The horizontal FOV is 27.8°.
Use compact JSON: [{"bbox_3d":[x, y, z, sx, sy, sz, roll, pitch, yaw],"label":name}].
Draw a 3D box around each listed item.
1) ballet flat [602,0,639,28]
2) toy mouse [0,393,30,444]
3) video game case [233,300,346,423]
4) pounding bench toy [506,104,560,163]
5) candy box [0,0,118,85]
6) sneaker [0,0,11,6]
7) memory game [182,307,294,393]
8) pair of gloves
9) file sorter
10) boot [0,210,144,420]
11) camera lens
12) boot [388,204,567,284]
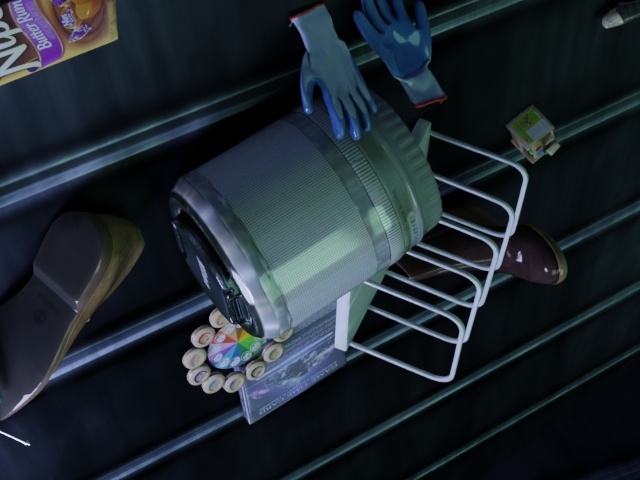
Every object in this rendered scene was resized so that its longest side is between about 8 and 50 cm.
[{"bbox_3d":[0.465,-0.361,1.834,0.173,0.057,0.049,-39,113,-2],"label":"ballet flat"},{"bbox_3d":[-0.422,0.175,1.483,0.031,0.161,0.143,-53,143,-51],"label":"toy mouse"},{"bbox_3d":[-0.046,0.177,2.039,0.196,0.026,0.274,-31,153,-16],"label":"video game case"},{"bbox_3d":[0.327,-0.147,1.935,0.052,0.083,0.065,-39,153,-1],"label":"pounding bench toy"},{"bbox_3d":[-0.273,-0.198,1.148,0.186,0.053,0.109,-25,151,-22],"label":"candy box"},{"bbox_3d":[-0.198,-0.258,1.066,0.283,0.124,0.107,-29,152,-19],"label":"sneaker"},{"bbox_3d":[-0.116,0.150,1.879,0.186,0.012,0.186,-22,137,-23],"label":"memory game"},{"bbox_3d":[0.053,-0.203,1.449,0.198,0.159,0.023,-24,-179,-28],"label":"pair of gloves"},{"bbox_3d":[0.153,0.019,1.750,0.193,0.173,0.278,93,21,-57],"label":"file sorter"},{"bbox_3d":[-0.307,0.094,1.509,0.305,0.112,0.115,-52,161,19],"label":"boot"},{"bbox_3d":[-0.023,-0.032,1.527,0.274,0.219,0.219,-32,152,-14],"label":"camera lens"},{"bbox_3d":[0.216,0.031,1.909,0.207,0.248,0.090,-22,122,-26],"label":"boot"}]
